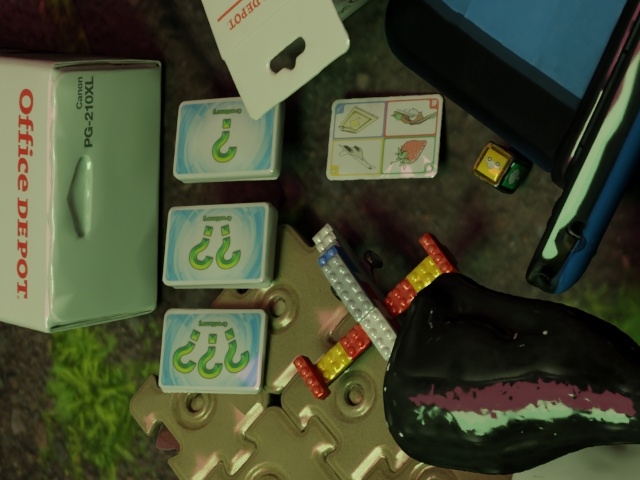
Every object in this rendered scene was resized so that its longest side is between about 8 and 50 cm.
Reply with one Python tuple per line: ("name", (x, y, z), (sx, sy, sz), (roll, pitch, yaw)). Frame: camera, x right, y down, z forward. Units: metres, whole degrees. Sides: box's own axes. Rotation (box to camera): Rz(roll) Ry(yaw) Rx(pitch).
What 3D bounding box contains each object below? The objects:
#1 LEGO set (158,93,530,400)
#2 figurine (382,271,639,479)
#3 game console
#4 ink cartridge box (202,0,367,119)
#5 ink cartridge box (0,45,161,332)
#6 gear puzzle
("LEGO set", (0.000, 0.000, 1.098), (0.244, 0.060, 0.183), (0, 80, 33))
("figurine", (0.169, 0.105, 0.914), (0.209, 0.215, 0.092), (7, 67, 39))
("game console", (0.120, -0.163, 0.934), (0.173, 0.250, 0.293), (25, 115, 8))
("ink cartridge box", (-0.022, -0.182, 1.109), (0.115, 0.067, 0.198), (-33, 73, 52))
("ink cartridge box", (-0.220, -0.044, 1.291), (0.237, 0.100, 0.172), (10, 102, 42))
("gear puzzle", (0.034, 0.149, 1.096), (0.175, 0.044, 0.339), (-50, 56, 12))
